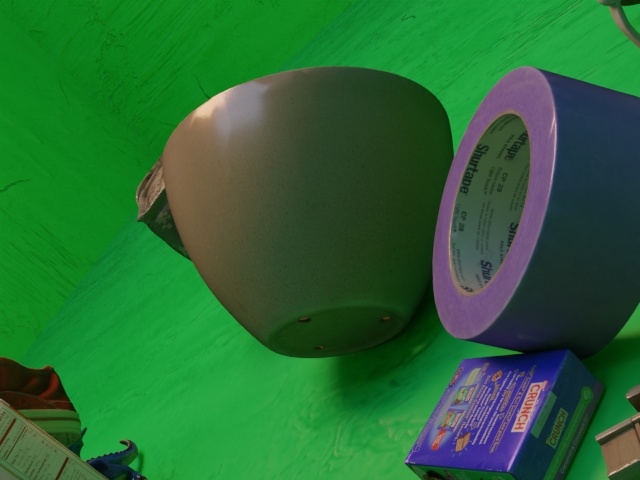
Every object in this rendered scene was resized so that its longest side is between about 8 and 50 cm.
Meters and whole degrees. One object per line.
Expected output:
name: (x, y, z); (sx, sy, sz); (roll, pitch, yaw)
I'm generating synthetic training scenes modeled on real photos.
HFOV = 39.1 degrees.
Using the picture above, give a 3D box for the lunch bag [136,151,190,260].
lunch bag: (-0.108, -0.033, 1.179); (0.169, 0.235, 0.287); (-49, 16, 2)

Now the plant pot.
plant pot: (0.000, 0.000, 0.847); (0.284, 0.284, 0.191); (-33, 55, 41)

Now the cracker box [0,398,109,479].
cracker box: (-0.265, 0.274, 0.850); (0.156, 0.232, 0.067); (-40, 17, 26)

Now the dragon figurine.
dragon figurine: (-0.287, 0.281, 1.052); (0.085, 0.144, 0.289); (-40, 17, 23)

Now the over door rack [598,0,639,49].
over door rack: (0.286, -0.178, 0.564); (0.239, 0.108, 0.324); (-120, 52, -70)

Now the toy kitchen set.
toy kitchen set: (0.173, 0.074, 0.483); (0.083, 0.075, 0.068); (-36, 18, 21)

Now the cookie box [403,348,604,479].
cookie box: (0.117, 0.120, 0.582); (0.092, 0.040, 0.107); (-55, 17, -25)

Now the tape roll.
tape roll: (0.148, -0.017, 0.615); (0.189, 0.080, 0.189); (-166, 90, -79)

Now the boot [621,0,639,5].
boot: (0.372, -0.336, 0.961); (0.213, 0.077, 0.165); (-38, 18, 13)

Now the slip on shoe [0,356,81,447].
slip on shoe: (-0.374, 0.157, 0.880); (0.123, 0.331, 0.101); (-34, 64, 20)
